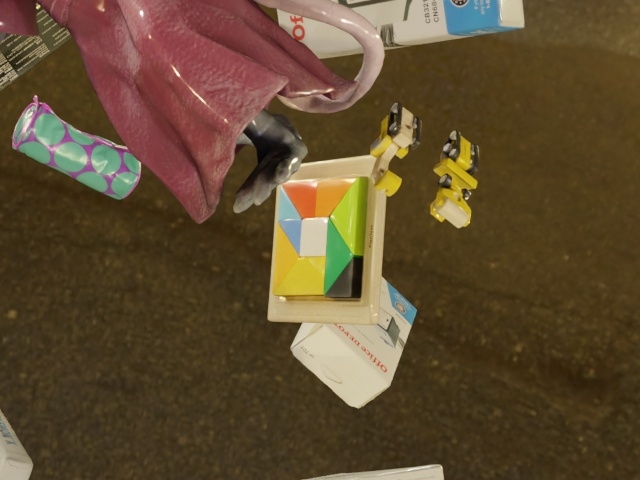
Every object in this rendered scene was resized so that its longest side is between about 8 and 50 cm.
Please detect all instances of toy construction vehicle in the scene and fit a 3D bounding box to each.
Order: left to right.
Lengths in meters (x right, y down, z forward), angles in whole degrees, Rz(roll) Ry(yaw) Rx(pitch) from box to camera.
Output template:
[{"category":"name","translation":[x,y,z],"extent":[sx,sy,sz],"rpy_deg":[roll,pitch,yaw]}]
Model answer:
[{"category":"toy construction vehicle","translation":[0.075,-0.052,0.768],"extent":[0.086,0.035,0.098],"rpy_deg":[34,38,-23]}]

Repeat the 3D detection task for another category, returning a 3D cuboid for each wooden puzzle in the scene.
[{"category":"wooden puzzle","translation":[0.000,0.000,1.421],"extent":[0.044,0.220,0.239],"rpy_deg":[8,-8,-38]}]

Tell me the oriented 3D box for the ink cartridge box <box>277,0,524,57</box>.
[{"category":"ink cartridge box","translation":[0.062,-0.242,0.922],"extent":[0.203,0.148,0.086],"rpy_deg":[-5,9,26]}]

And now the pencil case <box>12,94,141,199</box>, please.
[{"category":"pencil case","translation":[-0.292,-0.110,1.287],"extent":[0.152,0.070,0.064],"rpy_deg":[26,16,-26]}]

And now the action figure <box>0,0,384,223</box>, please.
[{"category":"action figure","translation":[-0.134,-0.187,0.680],"extent":[0.370,0.248,0.276],"rpy_deg":[48,55,-4]}]

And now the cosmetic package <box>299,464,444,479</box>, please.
[{"category":"cosmetic package","translation":[0.033,0.372,1.167],"extent":[0.138,0.224,0.224],"rpy_deg":[-2,77,-30]}]

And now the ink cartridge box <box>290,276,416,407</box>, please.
[{"category":"ink cartridge box","translation":[0.053,0.133,1.592],"extent":[0.140,0.082,0.190],"rpy_deg":[43,34,-11]}]

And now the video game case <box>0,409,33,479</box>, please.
[{"category":"video game case","translation":[-0.416,0.354,1.192],"extent":[0.036,0.328,0.300],"rpy_deg":[19,-1,-27]}]

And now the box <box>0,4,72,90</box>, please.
[{"category":"box","translation":[-0.275,-0.204,0.989],"extent":[0.191,0.045,0.184],"rpy_deg":[-42,33,-20]}]
